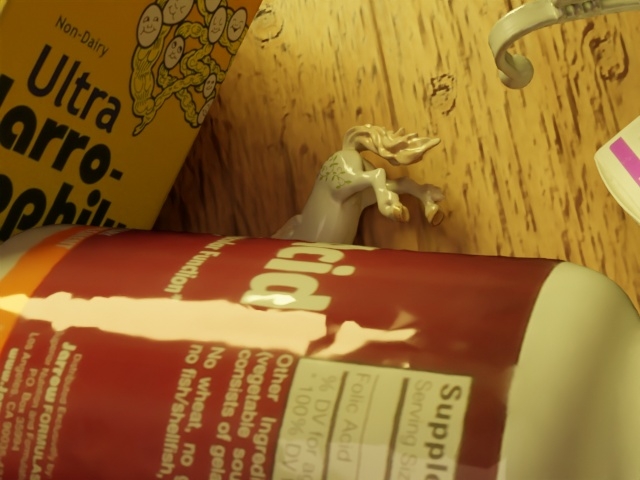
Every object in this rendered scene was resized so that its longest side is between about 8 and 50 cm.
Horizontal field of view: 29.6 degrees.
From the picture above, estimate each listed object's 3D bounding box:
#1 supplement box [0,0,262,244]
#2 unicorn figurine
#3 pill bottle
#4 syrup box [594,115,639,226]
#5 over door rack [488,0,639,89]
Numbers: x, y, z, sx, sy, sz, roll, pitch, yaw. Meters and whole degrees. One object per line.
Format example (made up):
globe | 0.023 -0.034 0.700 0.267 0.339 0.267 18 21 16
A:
supplement box | -0.213 -0.060 0.682 0.195 0.194 0.356 25 90 27
unicorn figurine | 0.000 0.000 0.710 0.111 0.060 0.162 28 73 37
pill bottle | 0.027 0.113 0.563 0.392 0.224 0.224 5 77 21
syrup box | 0.255 -0.068 0.564 0.237 0.093 0.096 -40 22 15
over door rack | 0.217 -0.228 0.664 0.324 0.108 0.239 -17 68 2
